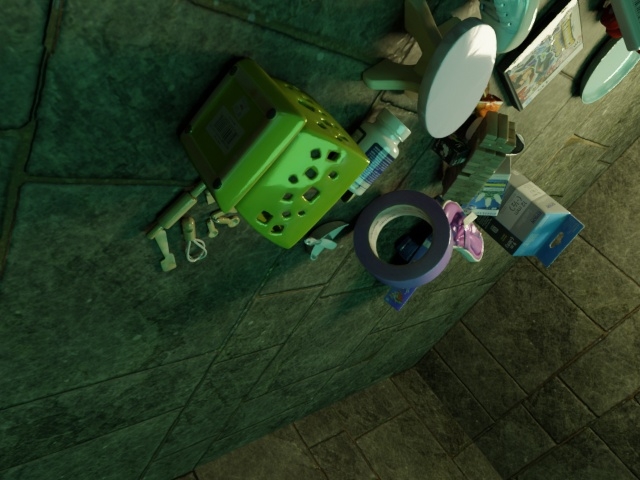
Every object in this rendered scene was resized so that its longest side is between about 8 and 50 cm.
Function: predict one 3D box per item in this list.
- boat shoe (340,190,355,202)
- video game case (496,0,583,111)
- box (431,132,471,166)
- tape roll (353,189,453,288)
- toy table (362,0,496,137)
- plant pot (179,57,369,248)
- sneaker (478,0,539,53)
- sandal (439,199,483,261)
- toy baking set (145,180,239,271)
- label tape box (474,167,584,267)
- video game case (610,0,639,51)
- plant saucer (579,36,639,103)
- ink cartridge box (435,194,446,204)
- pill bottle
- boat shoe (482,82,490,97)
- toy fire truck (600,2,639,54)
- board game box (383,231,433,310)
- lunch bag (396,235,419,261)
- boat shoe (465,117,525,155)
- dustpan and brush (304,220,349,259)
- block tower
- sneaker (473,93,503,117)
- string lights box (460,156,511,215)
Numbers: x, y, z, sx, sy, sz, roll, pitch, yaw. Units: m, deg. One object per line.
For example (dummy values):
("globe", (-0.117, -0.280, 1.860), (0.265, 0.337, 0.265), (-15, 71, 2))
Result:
("boat shoe", (0.098, -0.153, 1.226), (0.045, 0.050, 0.135), (-2, 136, -41))
("video game case", (0.621, -0.514, 1.336), (0.248, 0.035, 0.275), (-47, 152, 16))
("box", (0.373, -0.261, 1.361), (0.062, 0.083, 0.052), (-23, 150, -29))
("tape roll", (0.238, -0.004, 1.375), (0.275, 0.274, 0.090), (-41, 152, 3))
("toy table", (0.232, -0.354, 0.968), (0.252, 0.161, 0.274), (-29, 152, -20))
("plant pot", (-0.093, -0.153, 0.817), (0.227, 0.228, 0.207), (-46, 146, 15))
("sneaker", (0.324, -0.510, 0.901), (0.150, 0.135, 0.365), (-26, 142, -7))
("sandal", (0.523, -0.037, 1.696), (0.416, 0.102, 0.169), (25, 68, -51))
("toy baking set", (-0.263, -0.025, 1.001), (0.256, 0.030, 0.197), (-40, 153, 3))
("label tape box", (0.792, -0.075, 1.862), (0.115, 0.347, 0.249), (-21, 147, -31))
("video game case", (0.753, -0.649, 1.064), (0.300, 0.036, 0.329), (-35, 108, -7))
("plant saucer", (1.013, -0.621, 1.644), (0.318, 0.043, 0.317), (-29, 152, -18))
("ink cartridge box", (0.418, -0.123, 1.683), (0.048, 0.028, 0.083), (-13, 142, -41))
("pill bottle", (0.113, -0.206, 1.098), (0.186, 0.112, 0.112), (-46, 152, 15))
("boat shoe", (0.396, -0.414, 1.180), (0.060, 0.064, 0.178), (-43, 150, 12))
("toy fire truck", (0.933, -0.668, 1.281), (0.253, 0.169, 0.302), (-61, -167, 2))
("board game box", (0.399, 0.090, 1.853), (0.233, 0.078, 0.347), (-36, 159, -49))
("lunch bag", (0.316, 0.027, 1.743), (0.067, 0.065, 0.098), (-46, 163, -7))
("boat shoe", (0.554, -0.315, 1.479), (0.301, 0.102, 0.108), (2, 132, -52))
("dustpan and brush", (0.000, 0.000, 1.325), (0.147, 0.060, 0.211), (-47, 152, 15))
("block tower", (0.461, -0.228, 1.414), (0.335, 0.091, 0.097), (107, -3, -63))
("sneaker", (0.446, -0.367, 1.311), (0.175, 0.064, 0.067), (-7, 135, -46))
("string lights box", (0.563, -0.185, 1.647), (0.134, 0.076, 0.259), (3, 153, 12))
